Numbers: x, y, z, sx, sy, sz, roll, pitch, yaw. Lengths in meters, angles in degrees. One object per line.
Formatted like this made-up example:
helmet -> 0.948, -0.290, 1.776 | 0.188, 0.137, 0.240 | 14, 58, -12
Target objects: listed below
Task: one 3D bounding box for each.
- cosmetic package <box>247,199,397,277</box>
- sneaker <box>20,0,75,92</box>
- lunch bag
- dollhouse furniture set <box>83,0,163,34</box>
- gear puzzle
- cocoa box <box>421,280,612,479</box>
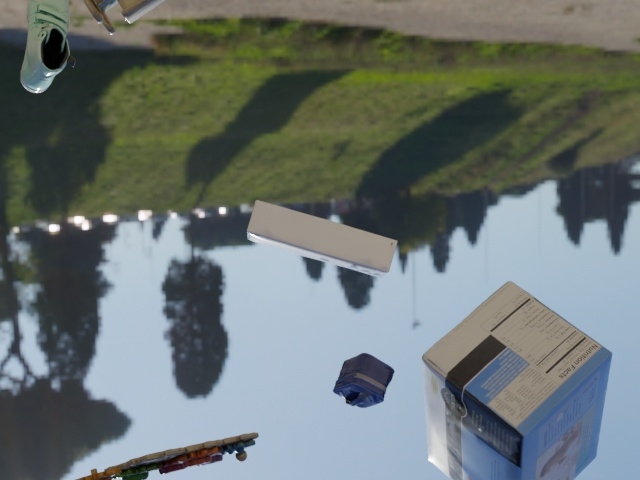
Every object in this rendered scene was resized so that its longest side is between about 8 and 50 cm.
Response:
cosmetic package -> 0.000, 0.000, 1.857 | 0.239, 0.060, 0.099 | 16, 170, -1
sneaker -> -0.545, -0.441, 2.324 | 0.094, 0.256, 0.151 | 12, 165, -30
lunch bag -> 0.064, 0.226, 1.780 | 0.067, 0.065, 0.098 | 31, 151, -13
dollhouse furniture set -> -0.300, -0.441, 1.922 | 0.212, 0.161, 0.242 | -34, 173, 3
gear puzzle -> -0.272, 0.391, 1.954 | 0.339, 0.044, 0.175 | -4, 164, -41
cocoa box -> 0.335, 0.293, 1.955 | 0.231, 0.347, 0.228 | -38, -125, -23
